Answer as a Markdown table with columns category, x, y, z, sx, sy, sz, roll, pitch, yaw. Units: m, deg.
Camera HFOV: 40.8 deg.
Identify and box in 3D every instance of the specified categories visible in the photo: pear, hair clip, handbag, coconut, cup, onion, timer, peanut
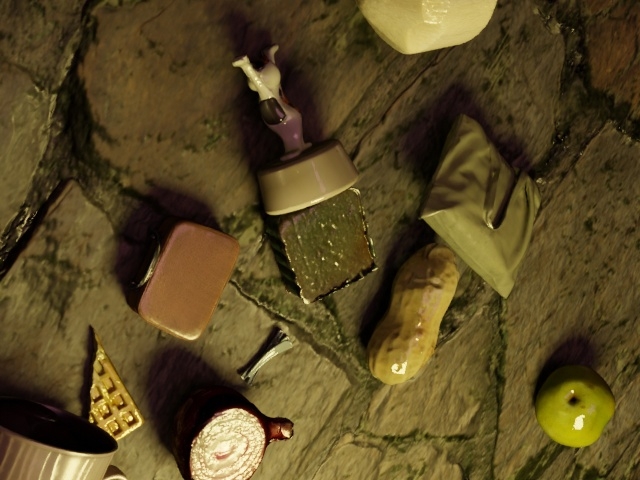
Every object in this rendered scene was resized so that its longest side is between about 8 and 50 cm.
| category | x | y | z | sx | sy | sz | roll | pitch | yaw |
| --- | --- | --- | --- | --- | --- | --- | --- | --- | --- |
| pear | 0.571 | 0.373 | 1.911 | 0.216 | 0.166 | 0.180 | 43 | 64 | -54 |
| hair clip | -0.098 | 0.217 | 1.573 | 0.115 | 0.039 | 0.030 | -47 | 112 | -11 |
| handbag | -0.234 | 0.058 | 1.449 | 0.151 | 0.072 | 0.193 | 29 | 86 | -30 |
| coconut | 0.172 | -0.445 | 1.489 | 0.265 | 0.237 | 0.237 | -12 | 105 | -31 |
| handbag | 0.325 | -0.068 | 1.690 | 0.316 | 0.109 | 0.253 | 38 | 63 | -32 |
| cup | -0.447 | 0.399 | 1.337 | 0.273 | 0.208 | 0.288 | -67 | 156 | -2 |
| onion | -0.154 | 0.336 | 1.506 | 0.218 | 0.140 | 0.195 | -11 | 108 | -27 |
| timer | -0.060 | -0.197 | 1.456 | 0.175 | 0.175 | 0.266 | -27 | 103 | -22 |
| peanut | 0.182 | 0.142 | 1.663 | 0.130 | 0.130 | 0.290 | 23 | 88 | -30 |

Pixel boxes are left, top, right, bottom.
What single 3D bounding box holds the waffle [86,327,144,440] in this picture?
| category | x | y | z | sx | sy | sz | roll | pitch | yaw |
| --- | --- | --- | --- | --- | --- | --- | --- | --- | --- |
| waffle | -0.384 | 0.257 | 1.430 | 0.125 | 0.032 | 0.191 | -32 | 110 | -16 |

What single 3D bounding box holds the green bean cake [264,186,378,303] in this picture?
| category | x | y | z | sx | sy | sz | roll | pitch | yaw |
| --- | --- | --- | --- | --- | --- | --- | --- | --- | --- |
| green bean cake | 0.000 | 0.000 | 1.552 | 0.173 | 0.094 | 0.181 | -28 | 114 | -20 |
